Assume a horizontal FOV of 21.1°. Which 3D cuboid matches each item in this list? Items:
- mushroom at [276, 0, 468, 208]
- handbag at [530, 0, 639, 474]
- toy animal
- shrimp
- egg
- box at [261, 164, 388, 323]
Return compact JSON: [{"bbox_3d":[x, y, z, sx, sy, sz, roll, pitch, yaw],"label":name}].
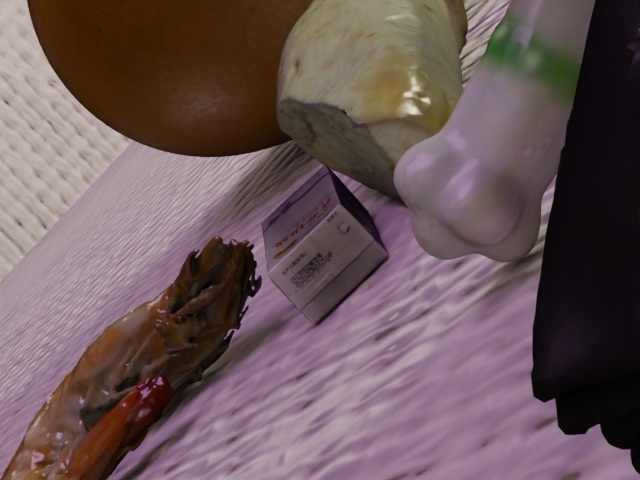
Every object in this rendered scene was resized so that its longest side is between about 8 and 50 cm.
[{"bbox_3d":[0.027,-0.083,0.924,0.107,0.087,0.333,-30,16,14],"label":"mushroom"},{"bbox_3d":[0.162,-0.095,0.296,0.288,0.152,0.342,-60,11,-19],"label":"handbag"},{"bbox_3d":[0.131,-0.173,0.597,0.363,0.181,0.180,-39,23,16],"label":"toy animal"},{"bbox_3d":[-0.106,0.082,0.874,0.236,0.053,0.133,-42,8,32],"label":"shrimp"},{"bbox_3d":[-0.071,-0.203,1.240,0.282,0.282,0.351,-49,1,-25],"label":"egg"},{"bbox_3d":[0.000,0.000,0.833,0.050,0.036,0.117,-43,11,7],"label":"box"}]
